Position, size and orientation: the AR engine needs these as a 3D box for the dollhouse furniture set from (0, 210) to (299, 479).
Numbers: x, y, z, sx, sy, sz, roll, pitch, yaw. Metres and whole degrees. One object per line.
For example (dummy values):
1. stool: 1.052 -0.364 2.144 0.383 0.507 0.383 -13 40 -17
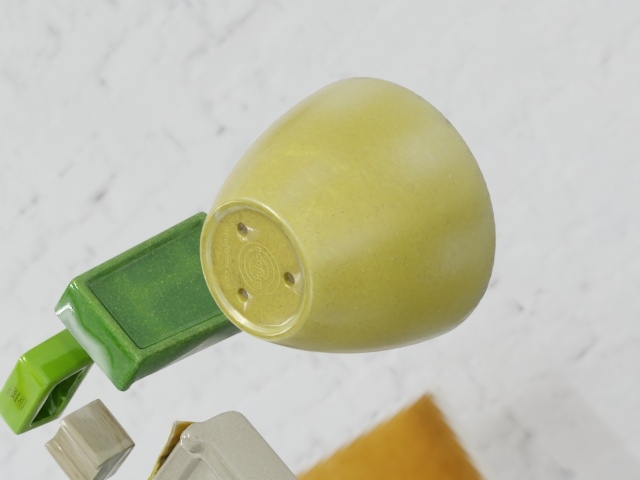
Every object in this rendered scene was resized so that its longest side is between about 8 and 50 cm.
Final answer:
1. dollhouse furniture set: -0.086 0.166 1.335 0.151 0.301 0.197 -26 -20 -45

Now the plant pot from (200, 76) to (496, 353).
1. plant pot: 0.000 0.000 0.800 0.095 0.134 0.134 -25 -12 -44
